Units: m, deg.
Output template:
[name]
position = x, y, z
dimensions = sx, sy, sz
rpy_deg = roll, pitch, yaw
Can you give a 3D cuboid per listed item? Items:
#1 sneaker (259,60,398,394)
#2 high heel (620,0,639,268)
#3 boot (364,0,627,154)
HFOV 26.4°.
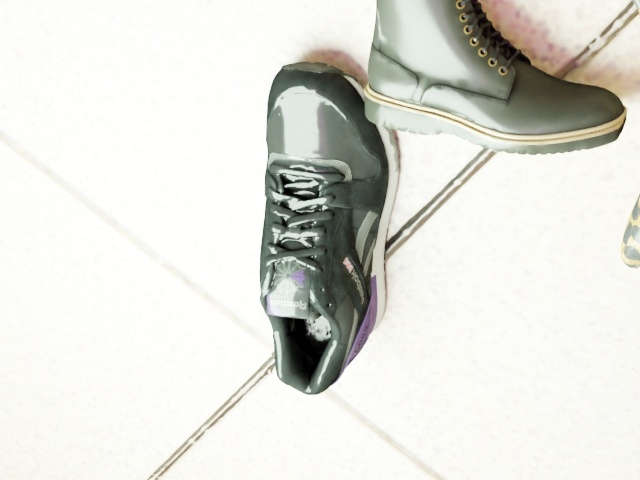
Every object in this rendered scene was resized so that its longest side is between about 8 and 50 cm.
[sneaker]
position = 0.000, 0.000, 1.098
dimensions = 0.107, 0.124, 0.283
rpy_deg = 6, 125, 19
[high heel]
position = 0.218, -0.117, 0.936
dimensions = 0.186, 0.093, 0.261
rpy_deg = 26, 115, -2
[boot]
position = 0.123, -0.142, 0.983
dimensions = 0.197, 0.077, 0.137
rpy_deg = 7, 121, 17
